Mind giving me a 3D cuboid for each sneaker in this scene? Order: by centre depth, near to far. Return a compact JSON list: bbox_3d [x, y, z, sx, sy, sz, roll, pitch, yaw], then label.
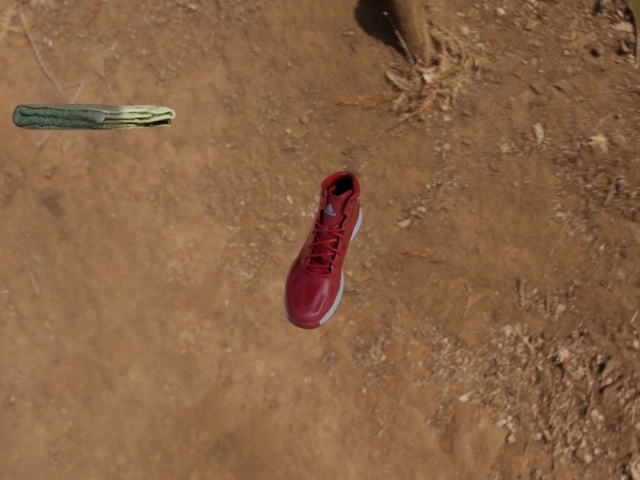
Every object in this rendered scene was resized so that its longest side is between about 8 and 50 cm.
[{"bbox_3d":[0.000,0.000,0.954,0.087,0.128,0.221,10,60,9],"label":"sneaker"}]

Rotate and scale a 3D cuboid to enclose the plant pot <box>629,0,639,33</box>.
[{"bbox_3d":[0.308,-0.134,0.419,0.276,0.276,0.254,-8,99,35],"label":"plant pot"}]

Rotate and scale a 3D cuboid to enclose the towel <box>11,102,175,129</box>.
[{"bbox_3d":[-0.238,-0.131,0.747,0.148,0.110,0.027,6,102,31],"label":"towel"}]
